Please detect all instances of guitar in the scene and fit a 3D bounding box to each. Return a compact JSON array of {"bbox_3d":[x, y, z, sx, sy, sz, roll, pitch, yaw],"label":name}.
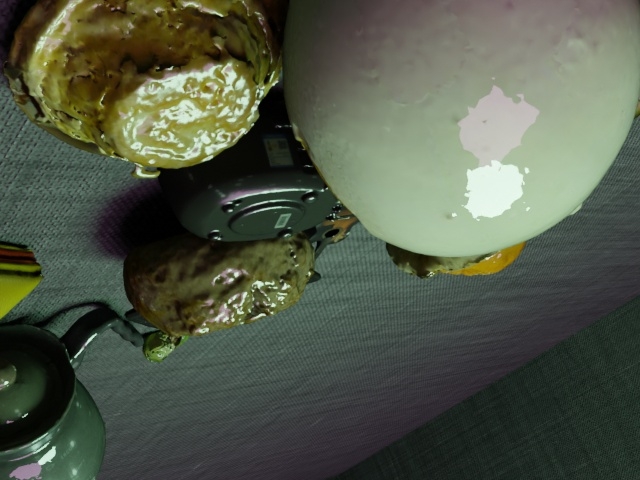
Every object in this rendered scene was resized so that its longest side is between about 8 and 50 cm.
[{"bbox_3d":[0.000,0.000,1.203,0.088,0.025,0.233,-10,155,-29],"label":"guitar"}]

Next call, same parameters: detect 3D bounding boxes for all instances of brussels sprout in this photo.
[{"bbox_3d":[-0.234,0.155,1.292,0.083,0.046,0.051,-30,176,11],"label":"brussels sprout"}]

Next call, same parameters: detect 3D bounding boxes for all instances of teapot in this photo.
[{"bbox_3d":[-0.367,0.224,1.106,0.305,0.223,0.285,-13,149,-17],"label":"teapot"}]

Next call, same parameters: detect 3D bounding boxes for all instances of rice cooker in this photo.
[{"bbox_3d":[-0.064,-0.068,0.862,0.203,0.118,0.142,-8,153,-25],"label":"rice cooker"}]

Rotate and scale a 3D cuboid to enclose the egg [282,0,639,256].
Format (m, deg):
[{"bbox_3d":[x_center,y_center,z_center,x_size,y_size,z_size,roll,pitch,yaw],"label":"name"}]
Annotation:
[{"bbox_3d":[0.108,-0.141,0.659,0.283,0.283,0.345,-25,154,2],"label":"egg"}]

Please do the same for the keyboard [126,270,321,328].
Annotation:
[{"bbox_3d":[-0.091,0.060,1.185,0.381,0.041,0.103,-24,158,14],"label":"keyboard"}]

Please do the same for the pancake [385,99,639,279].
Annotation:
[{"bbox_3d":[0.202,-0.088,0.921,0.356,0.065,0.356,-45,-165,16],"label":"pancake"}]

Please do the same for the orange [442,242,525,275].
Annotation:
[{"bbox_3d":[0.201,-0.026,1.165,0.178,0.155,0.177,17,175,1],"label":"orange"}]

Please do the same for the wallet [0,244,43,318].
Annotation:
[{"bbox_3d":[-0.412,0.053,0.837,0.141,0.067,0.241,-42,154,17],"label":"wallet"}]

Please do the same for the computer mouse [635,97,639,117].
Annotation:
[{"bbox_3d":[0.368,-0.197,1.068,0.158,0.072,0.310,-18,158,-10],"label":"computer mouse"}]

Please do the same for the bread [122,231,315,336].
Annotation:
[{"bbox_3d":[-0.119,0.045,0.985,0.230,0.123,0.230,-11,179,0],"label":"bread"}]

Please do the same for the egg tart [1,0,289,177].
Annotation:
[{"bbox_3d":[-0.127,-0.133,0.681,0.241,0.106,0.241,-20,155,-10],"label":"egg tart"}]
